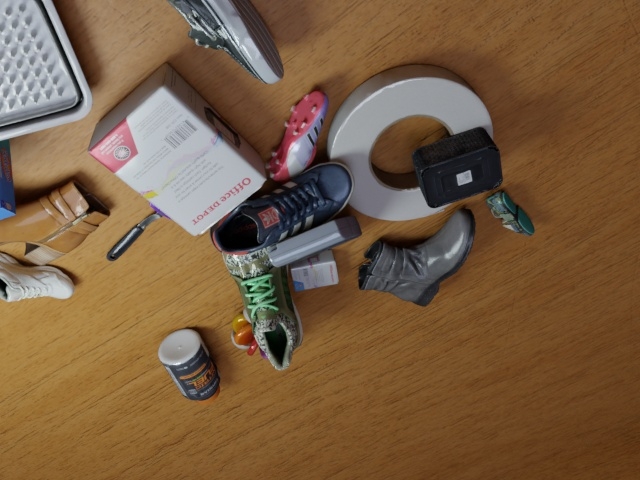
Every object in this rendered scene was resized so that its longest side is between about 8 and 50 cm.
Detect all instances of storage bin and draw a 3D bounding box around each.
[{"bbox_3d":[0.311,-0.164,1.368,0.180,0.084,0.122,-18,131,6],"label":"storage bin"}]

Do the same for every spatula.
[{"bbox_3d":[-0.427,-0.039,1.471,0.296,0.030,0.084,-38,127,21],"label":"spatula"}]

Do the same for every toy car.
[{"bbox_3d":[-0.164,0.273,1.716,0.181,0.136,0.159,14,126,-21],"label":"toy car"}]

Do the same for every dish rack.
[{"bbox_3d":[-0.633,-0.332,1.136,0.332,0.072,0.286,-16,131,-7],"label":"dish rack"}]

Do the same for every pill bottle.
[{"bbox_3d":[-0.375,0.384,1.779,0.130,0.131,0.246,-14,132,2],"label":"pill bottle"}]

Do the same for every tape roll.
[{"bbox_3d":[0.208,-0.216,1.407,0.391,0.072,0.392,-6,131,-6],"label":"tape roll"}]

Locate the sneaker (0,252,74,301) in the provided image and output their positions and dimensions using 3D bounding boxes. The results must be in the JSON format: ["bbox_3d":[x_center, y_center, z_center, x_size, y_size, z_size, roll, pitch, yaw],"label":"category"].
[{"bbox_3d":[-0.736,0.116,1.493,0.232,0.115,0.090,18,125,-23],"label":"sneaker"}]

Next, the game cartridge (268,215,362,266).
[{"bbox_3d":[0.000,0.000,1.439,0.198,0.297,0.062,-18,88,10],"label":"game cartridge"}]

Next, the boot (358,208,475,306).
[{"bbox_3d":[0.249,0.037,1.610,0.222,0.118,0.338,17,121,-16],"label":"boot"}]

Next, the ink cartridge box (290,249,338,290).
[{"bbox_3d":[-0.017,0.082,1.634,0.122,0.052,0.089,-9,132,-1],"label":"ink cartridge box"}]

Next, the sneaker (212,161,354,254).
[{"bbox_3d":[-0.085,-0.061,1.336,0.350,0.148,0.131,-31,86,13],"label":"sneaker"}]

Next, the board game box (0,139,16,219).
[{"bbox_3d":[-0.716,-0.130,1.230,0.160,0.210,0.047,-16,161,5],"label":"board game box"}]

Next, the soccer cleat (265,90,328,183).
[{"bbox_3d":[-0.037,-0.229,1.355,0.095,0.083,0.248,7,131,-35],"label":"soccer cleat"}]

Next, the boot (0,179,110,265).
[{"bbox_3d":[-0.638,-0.061,1.348,0.220,0.109,0.283,-33,138,11],"label":"boot"}]

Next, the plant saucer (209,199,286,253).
[{"bbox_3d":[-0.181,-0.031,1.519,0.198,0.036,0.199,-5,131,-5],"label":"plant saucer"}]

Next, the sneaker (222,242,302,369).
[{"bbox_3d":[-0.133,0.150,1.508,0.157,0.182,0.411,-20,113,1],"label":"sneaker"}]

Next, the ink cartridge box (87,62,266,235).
[{"bbox_3d":[-0.302,-0.187,1.300,0.226,0.131,0.306,-35,128,16],"label":"ink cartridge box"}]

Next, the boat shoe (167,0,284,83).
[{"bbox_3d":[-0.203,-0.426,1.141,0.119,0.121,0.335,-28,119,24],"label":"boat shoe"}]

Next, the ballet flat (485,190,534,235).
[{"bbox_3d":[0.502,-0.068,1.602,0.070,0.070,0.188,-36,125,20],"label":"ballet flat"}]
